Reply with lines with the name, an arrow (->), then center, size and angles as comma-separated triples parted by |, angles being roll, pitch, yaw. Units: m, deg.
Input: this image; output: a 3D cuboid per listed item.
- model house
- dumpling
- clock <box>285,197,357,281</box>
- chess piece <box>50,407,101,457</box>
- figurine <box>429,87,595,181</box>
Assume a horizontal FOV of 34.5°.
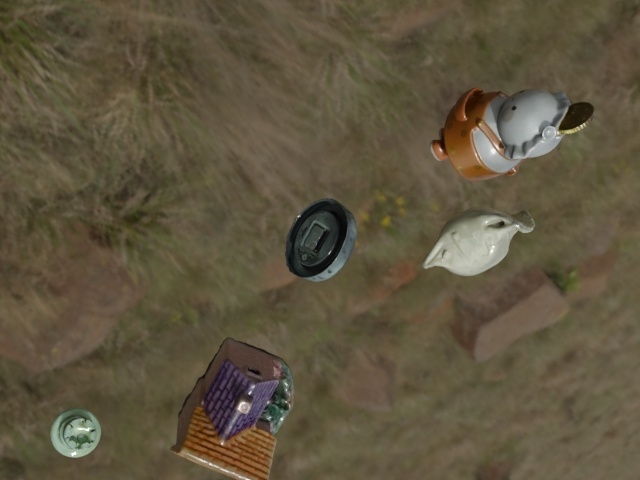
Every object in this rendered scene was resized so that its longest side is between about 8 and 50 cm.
model house -> -0.157, 0.359, 2.044 | 0.237, 0.202, 0.237 | -57, -168, 12
dumpling -> 0.242, -0.004, 1.590 | 0.169, 0.100, 0.134 | -47, 173, 23
clock -> 0.000, 0.000, 1.011 | 0.017, 0.085, 0.085 | 28, 112, -41
chess piece -> -0.322, 0.255, 1.367 | 0.067, 0.067, 0.103 | -31, -179, -20
figurine -> 0.285, -0.159, 1.536 | 0.143, 0.271, 0.143 | -11, 104, -53
